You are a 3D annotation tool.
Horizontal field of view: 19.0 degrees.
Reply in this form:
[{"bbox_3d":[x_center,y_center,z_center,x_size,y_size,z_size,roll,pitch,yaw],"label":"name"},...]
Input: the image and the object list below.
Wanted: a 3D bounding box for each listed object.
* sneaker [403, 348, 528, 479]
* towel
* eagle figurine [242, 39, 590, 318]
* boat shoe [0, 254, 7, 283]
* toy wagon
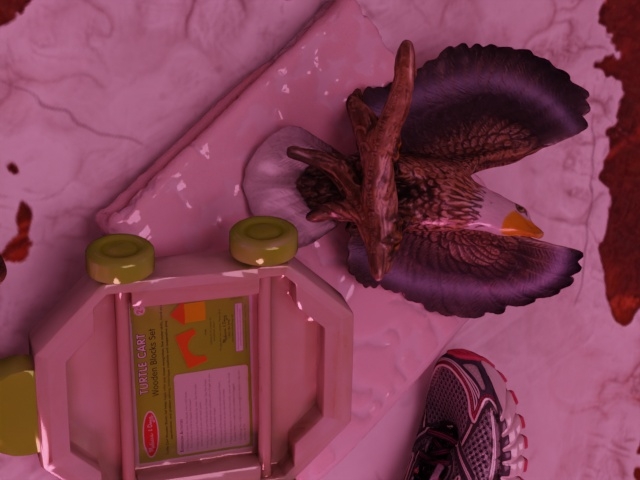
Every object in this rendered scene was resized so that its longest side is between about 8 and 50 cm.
[{"bbox_3d":[0.109,0.248,1.771,0.112,0.121,0.299,7,94,-31],"label":"sneaker"},{"bbox_3d":[0.000,0.000,1.704,0.317,0.053,0.332,-46,119,-19],"label":"towel"},{"bbox_3d":[0.107,-0.043,1.653,0.225,0.226,0.298,54,25,14],"label":"eagle figurine"},{"bbox_3d":[-0.339,0.028,1.494,0.190,0.068,0.072,7,128,-37],"label":"boat shoe"},{"bbox_3d":[-0.143,0.117,1.581,0.344,0.068,0.267,-6,118,-14],"label":"toy wagon"}]
